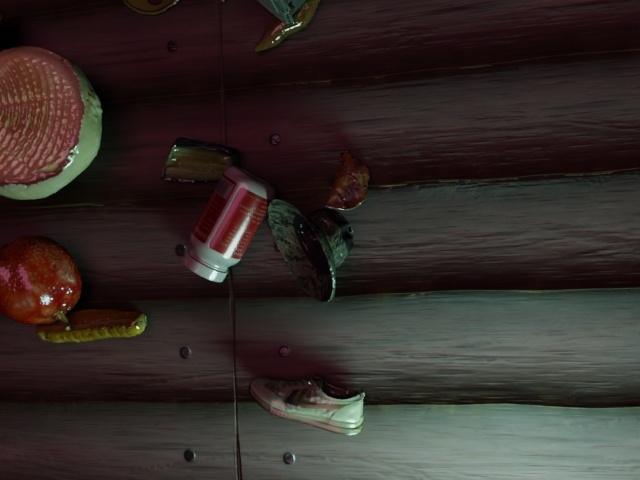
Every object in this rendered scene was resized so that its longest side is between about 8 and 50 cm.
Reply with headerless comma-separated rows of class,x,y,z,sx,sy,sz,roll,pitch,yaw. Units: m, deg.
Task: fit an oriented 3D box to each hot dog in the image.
hot dog,-0.560,0.212,1.562,0.289,0.083,0.068,-3,128,12

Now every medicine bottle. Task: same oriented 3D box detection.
medicine bottle,-0.211,-0.037,1.456,0.131,0.131,0.250,31,97,11

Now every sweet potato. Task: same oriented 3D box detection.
sweet potato,-0.069,-0.506,1.466,0.218,0.051,0.065,-43,85,10

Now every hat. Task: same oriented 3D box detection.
hat,0.000,0.000,1.398,0.128,0.265,0.265,-26,83,-25

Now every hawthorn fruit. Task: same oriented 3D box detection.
hawthorn fruit,-0.675,0.113,1.524,0.205,0.205,0.253,-30,89,11

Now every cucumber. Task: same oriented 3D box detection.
cucumber,-0.287,-0.197,1.501,0.193,0.086,0.115,8,136,11

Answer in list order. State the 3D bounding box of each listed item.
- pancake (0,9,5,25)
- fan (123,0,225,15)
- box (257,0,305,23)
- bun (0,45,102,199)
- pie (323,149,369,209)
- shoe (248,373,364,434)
pancake,-0.876,-0.443,1.560,0.294,0.049,0.294,-27,45,30
fan,-0.372,-0.649,1.553,0.335,0.011,0.229,28,96,13
box,-0.108,-0.612,1.402,0.135,0.163,0.243,-42,59,-1
bun,-0.675,-0.267,1.522,0.364,0.202,0.364,-1,82,10
pie,0.065,-0.128,1.417,0.092,0.034,0.170,21,58,-12
shoe,-0.028,0.352,1.435,0.275,0.103,0.098,14,92,6
